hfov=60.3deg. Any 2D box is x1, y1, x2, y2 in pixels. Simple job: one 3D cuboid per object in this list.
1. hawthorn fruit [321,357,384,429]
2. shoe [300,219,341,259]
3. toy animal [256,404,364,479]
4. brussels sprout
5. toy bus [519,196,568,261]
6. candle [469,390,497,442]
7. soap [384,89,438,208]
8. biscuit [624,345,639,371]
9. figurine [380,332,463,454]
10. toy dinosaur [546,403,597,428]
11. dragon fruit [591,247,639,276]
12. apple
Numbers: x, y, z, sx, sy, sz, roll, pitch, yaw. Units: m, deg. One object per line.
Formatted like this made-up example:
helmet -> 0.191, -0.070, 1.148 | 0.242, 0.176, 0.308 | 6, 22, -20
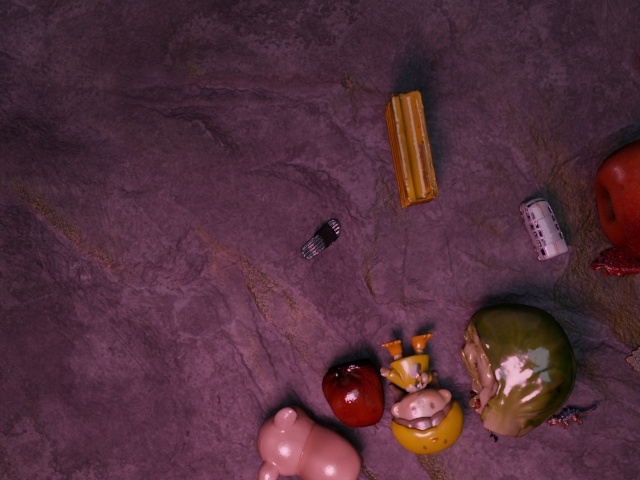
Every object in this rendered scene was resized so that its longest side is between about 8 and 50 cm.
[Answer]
hawthorn fruit -> 0.111, 0.475, 1.673 | 0.189, 0.189, 0.251 | -22, 106, 5
shoe -> 0.000, 0.000, 1.741 | 0.159, 0.053, 0.062 | -42, 82, 6
toy animal -> -0.039, 0.632, 1.643 | 0.326, 0.269, 0.237 | 15, 81, 45
brussels sprout -> 0.567, 0.366, 1.568 | 0.315, 0.276, 0.371 | 2, 90, 9
toy bus -> 0.670, -0.037, 1.655 | 0.087, 0.089, 0.194 | -21, 86, 5
candle -> 0.501, 0.544, 1.699 | 0.026, 0.021, 0.167 | -26, 88, 31
soap -> 0.268, -0.263, 1.642 | 0.096, 0.204, 0.324 | -10, 89, 2
biscuit -> 0.966, 0.352, 1.657 | 0.082, 0.016, 0.092 | 22, 91, 10
figurine -> 0.301, 0.457, 1.643 | 0.215, 0.187, 0.343 | -12, 84, 11
toy dinosaur -> 0.757, 0.528, 1.660 | 0.154, 0.049, 0.055 | -25, 84, 10
dragon fruit -> 0.888, 0.081, 1.658 | 0.131, 0.063, 0.097 | -20, 52, 1
apple -> 0.924, -0.110, 1.510 | 0.277, 0.348, 0.348 | -9, 88, 12
